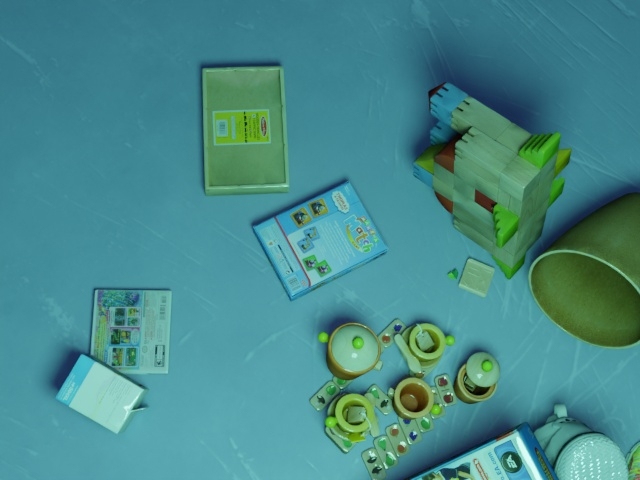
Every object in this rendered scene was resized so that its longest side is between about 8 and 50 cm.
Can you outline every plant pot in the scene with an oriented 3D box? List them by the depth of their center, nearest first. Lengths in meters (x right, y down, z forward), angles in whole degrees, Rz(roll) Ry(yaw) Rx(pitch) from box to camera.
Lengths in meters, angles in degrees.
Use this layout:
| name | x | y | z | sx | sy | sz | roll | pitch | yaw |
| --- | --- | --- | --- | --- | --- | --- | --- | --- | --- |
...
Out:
| name | x | y | z | sx | sy | sz | roll | pitch | yaw |
| --- | --- | --- | --- | --- | --- | --- | --- | --- | --- |
| plant pot | 0.553 | 0.031 | 1.752 | 0.237 | 0.237 | 0.254 | 37 | 58 | 8 |

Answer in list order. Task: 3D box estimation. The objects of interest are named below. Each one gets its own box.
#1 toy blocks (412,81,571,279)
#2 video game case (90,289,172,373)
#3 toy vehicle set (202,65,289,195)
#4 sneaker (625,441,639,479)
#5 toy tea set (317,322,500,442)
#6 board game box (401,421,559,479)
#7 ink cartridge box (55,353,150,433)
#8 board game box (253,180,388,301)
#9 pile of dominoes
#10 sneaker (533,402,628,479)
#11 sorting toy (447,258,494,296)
| name | x | y | z | sx | sy | sz | roll | pitch | yaw |
| --- | --- | --- | --- | --- | --- | --- | --- | --- | --- |
| toy blocks | 0.286 | -0.120 | 1.720 | 0.261 | 0.381 | 0.191 | 37 | 71 | 24 |
| video game case | -0.349 | 0.168 | 1.730 | 0.143 | 0.019 | 0.157 | 1 | 72 | -3 |
| toy vehicle set | -0.150 | -0.221 | 1.867 | 0.165 | 0.035 | 0.267 | -2 | 71 | -5 |
| sneaker | 0.575 | 0.437 | 1.665 | 0.081 | 0.094 | 0.209 | 32 | 71 | 9 |
| toy tea set | 0.158 | 0.229 | 1.668 | 0.335 | 0.124 | 0.200 | -10 | 68 | -15 |
| board game box | 0.267 | 0.497 | 1.509 | 0.301 | 0.086 | 0.308 | -30 | 79 | 21 |
| ink cartridge box | -0.373 | 0.274 | 1.644 | 0.143 | 0.092 | 0.090 | 30 | 81 | 2 |
| board game box | 0.000 | 0.000 | 1.801 | 0.211 | 0.039 | 0.160 | -26 | 75 | -11 |
| pile of dominoes | 0.122 | 0.289 | 1.711 | 0.251 | 0.040 | 0.196 | -42 | 79 | -15 |
| sneaker | 0.440 | 0.469 | 1.628 | 0.137 | 0.210 | 0.366 | -3 | 106 | -5 |
| sorting toy | 0.290 | 0.068 | 1.813 | 0.083 | 0.012 | 0.062 | 23 | 76 | 0 |
